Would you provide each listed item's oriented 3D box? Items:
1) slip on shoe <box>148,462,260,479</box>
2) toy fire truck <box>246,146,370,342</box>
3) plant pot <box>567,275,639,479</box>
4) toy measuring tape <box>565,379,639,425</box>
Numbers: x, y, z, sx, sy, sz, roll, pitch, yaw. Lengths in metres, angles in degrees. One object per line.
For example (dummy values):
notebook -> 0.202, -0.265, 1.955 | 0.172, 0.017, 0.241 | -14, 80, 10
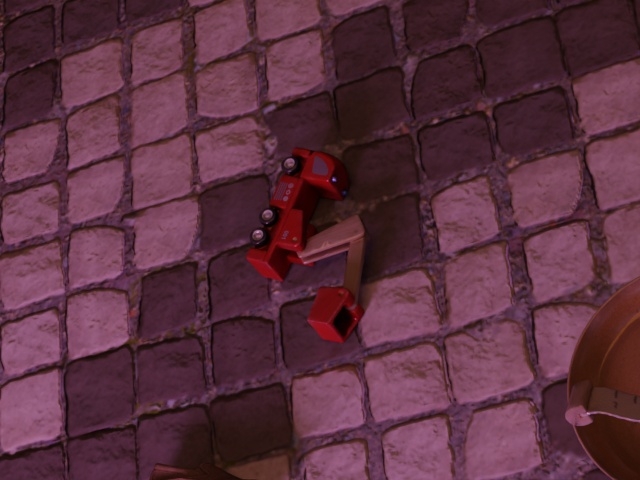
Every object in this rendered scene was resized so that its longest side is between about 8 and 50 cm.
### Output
slip on shoe -> -0.108, 0.235, 1.712 | 0.135, 0.051, 0.041 | -8, 62, 30
toy fire truck -> 0.000, 0.000, 1.795 | 0.135, 0.047, 0.192 | 12, 67, 30
plant pot -> 0.338, 0.127, 1.571 | 0.236, 0.032, 0.236 | -11, 59, 19
toy measuring tape -> 0.363, 0.195, 1.447 | 0.330, 0.121, 0.121 | 10, 67, 14
